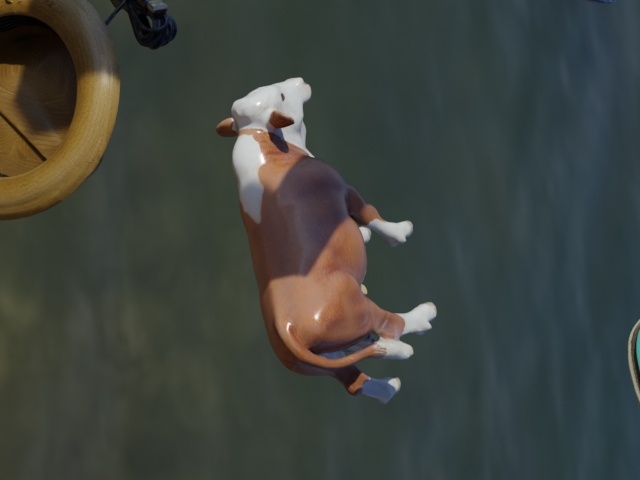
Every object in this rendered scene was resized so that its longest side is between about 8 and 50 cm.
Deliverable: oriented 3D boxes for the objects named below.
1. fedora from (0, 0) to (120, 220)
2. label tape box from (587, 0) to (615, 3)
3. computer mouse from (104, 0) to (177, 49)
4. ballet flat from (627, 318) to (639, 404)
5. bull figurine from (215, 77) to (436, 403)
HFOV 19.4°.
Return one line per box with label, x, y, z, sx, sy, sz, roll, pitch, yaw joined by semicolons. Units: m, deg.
fedora;-0.214;-0.098;1.388;0.079;0.194;0.194;30;59;-59
label tape box;0.042;-0.299;1.087;0.106;0.334;0.240;-65;168;-59
computer mouse;-0.196;-0.127;1.488;0.193;0.106;0.042;-48;136;-4
ballet flat;0.302;0.161;1.340;0.086;0.086;0.248;16;37;-58
bull figurine;0.000;0.000;1.672;0.188;0.101;0.310;24;44;-35
